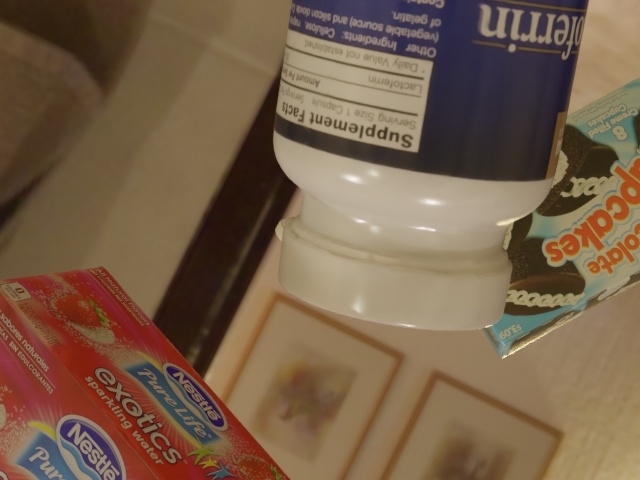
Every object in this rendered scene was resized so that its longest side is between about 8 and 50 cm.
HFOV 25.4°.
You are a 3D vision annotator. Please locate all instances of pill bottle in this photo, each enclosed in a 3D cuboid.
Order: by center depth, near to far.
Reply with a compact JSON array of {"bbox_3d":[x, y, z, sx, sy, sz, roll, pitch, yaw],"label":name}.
[{"bbox_3d":[0.057,-0.095,0.742,0.153,0.265,0.153,8,-167,-2],"label":"pill bottle"}]

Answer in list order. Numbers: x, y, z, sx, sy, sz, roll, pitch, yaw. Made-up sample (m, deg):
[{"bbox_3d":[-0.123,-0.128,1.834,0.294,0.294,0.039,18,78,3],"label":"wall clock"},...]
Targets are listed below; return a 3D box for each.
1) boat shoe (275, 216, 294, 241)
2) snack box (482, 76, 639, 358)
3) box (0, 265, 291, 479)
[{"bbox_3d":[0.000,0.000,1.735,0.066,0.063,0.184,33,-175,-23],"label":"boat shoe"},{"bbox_3d":[0.281,-0.035,1.487,0.187,0.322,0.060,59,173,18],"label":"snack box"},{"bbox_3d":[-0.136,0.149,0.944,0.257,0.122,0.128,47,-158,16],"label":"box"}]
